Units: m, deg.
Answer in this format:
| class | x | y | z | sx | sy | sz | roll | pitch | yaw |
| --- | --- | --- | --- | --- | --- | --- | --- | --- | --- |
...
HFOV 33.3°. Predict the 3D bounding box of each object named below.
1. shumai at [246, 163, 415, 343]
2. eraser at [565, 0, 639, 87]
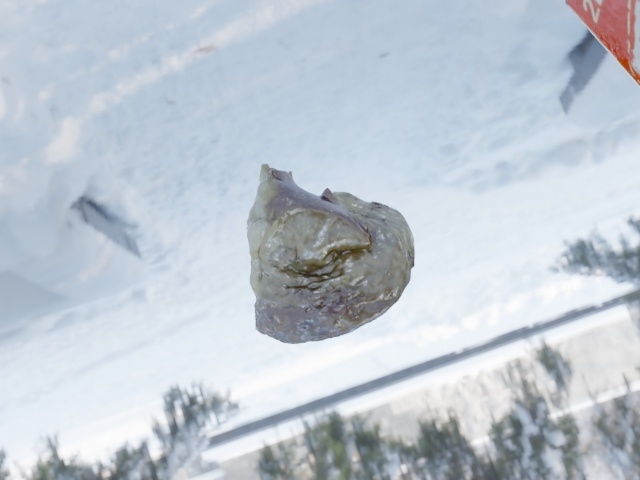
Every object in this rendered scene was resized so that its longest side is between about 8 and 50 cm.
| class | x | y | z | sx | sy | sz | roll | pitch | yaw |
| --- | --- | --- | --- | --- | --- | --- | --- | --- | --- |
| shumai | -0.001 | 0.012 | 0.788 | 0.123 | 0.139 | 0.105 | 7 | 158 | 31 |
| eraser | 0.167 | -0.133 | 0.469 | 0.038 | 0.230 | 0.157 | -19 | 145 | -15 |
